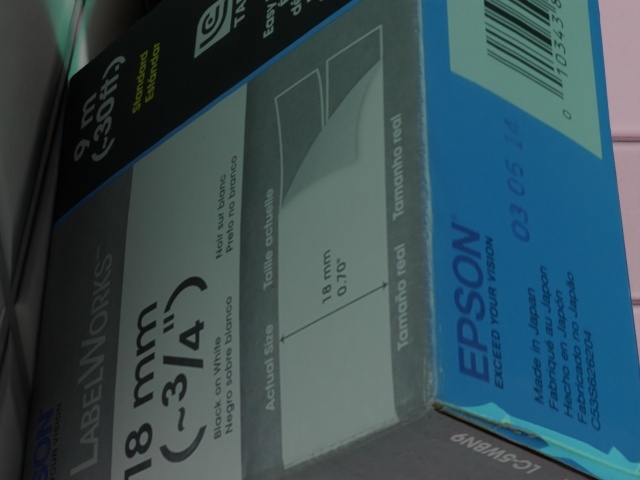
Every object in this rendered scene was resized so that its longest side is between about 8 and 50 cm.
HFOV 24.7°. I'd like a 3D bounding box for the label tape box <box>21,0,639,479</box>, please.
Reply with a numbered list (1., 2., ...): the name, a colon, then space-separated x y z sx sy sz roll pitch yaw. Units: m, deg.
1. label tape box: -0.040 0.024 0.582 0.333 0.106 0.241 -31 -133 40
